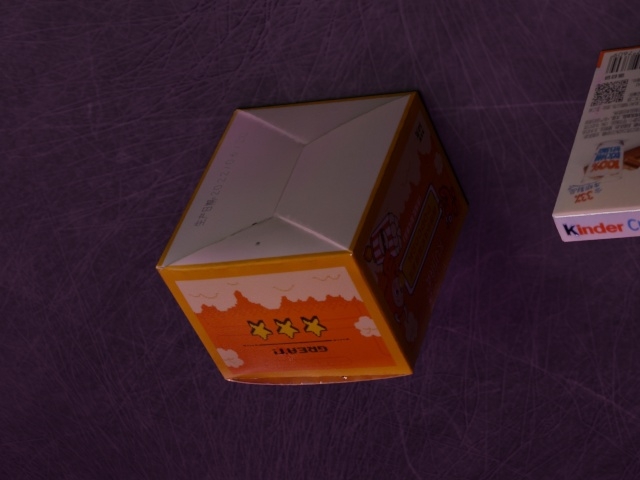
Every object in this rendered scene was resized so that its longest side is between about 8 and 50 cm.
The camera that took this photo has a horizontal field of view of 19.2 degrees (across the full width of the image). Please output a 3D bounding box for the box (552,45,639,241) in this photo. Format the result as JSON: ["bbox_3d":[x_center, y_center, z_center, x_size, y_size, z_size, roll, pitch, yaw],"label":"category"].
[{"bbox_3d":[0.396,-0.113,1.948,0.273,0.265,0.048,-4,133,29],"label":"box"}]

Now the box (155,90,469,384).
[{"bbox_3d":[0.000,0.000,2.230,0.260,0.283,0.214,-3,134,27],"label":"box"}]
